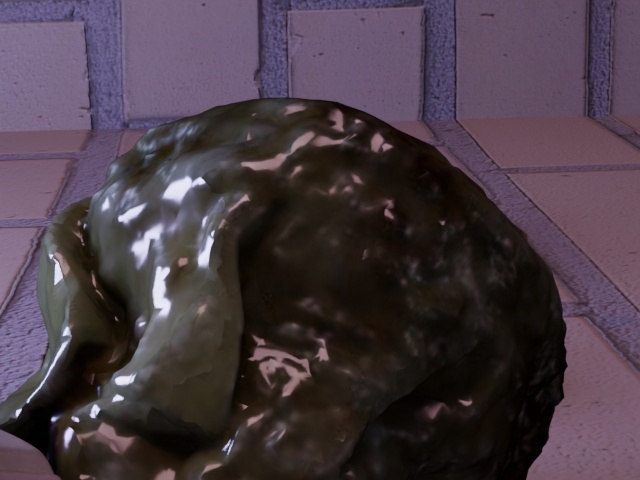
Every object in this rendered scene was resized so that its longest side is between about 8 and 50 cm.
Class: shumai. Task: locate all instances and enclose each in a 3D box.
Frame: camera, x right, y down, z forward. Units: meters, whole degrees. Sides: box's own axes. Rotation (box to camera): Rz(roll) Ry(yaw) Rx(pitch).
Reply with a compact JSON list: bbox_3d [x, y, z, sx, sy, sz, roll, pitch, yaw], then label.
[{"bbox_3d":[-0.049,0.135,0.831,0.395,0.395,0.348,6,43,23],"label":"shumai"}]

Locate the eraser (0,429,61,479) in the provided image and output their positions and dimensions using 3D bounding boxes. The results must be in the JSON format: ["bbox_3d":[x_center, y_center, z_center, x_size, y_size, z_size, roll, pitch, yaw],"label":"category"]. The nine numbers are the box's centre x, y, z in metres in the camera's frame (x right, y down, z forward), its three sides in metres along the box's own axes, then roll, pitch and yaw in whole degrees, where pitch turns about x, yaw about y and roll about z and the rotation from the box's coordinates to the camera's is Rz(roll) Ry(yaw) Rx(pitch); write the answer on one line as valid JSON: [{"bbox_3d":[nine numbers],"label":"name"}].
[{"bbox_3d":[-0.134,0.217,0.602,0.089,0.061,0.351,15,41,-46],"label":"eraser"}]
